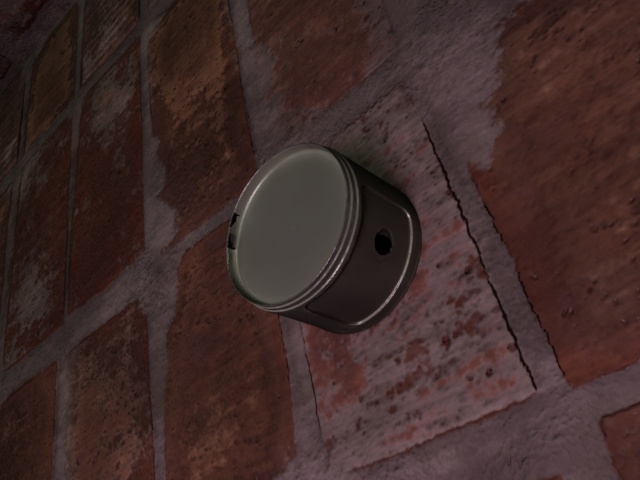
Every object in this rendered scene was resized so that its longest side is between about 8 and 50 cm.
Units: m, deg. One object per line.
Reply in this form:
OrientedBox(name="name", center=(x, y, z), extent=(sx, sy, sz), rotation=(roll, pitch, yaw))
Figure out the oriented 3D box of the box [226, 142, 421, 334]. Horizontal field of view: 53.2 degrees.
OrientedBox(name="box", center=(0.000, 0.000, 0.857), extent=(0.226, 0.149, 0.226), rotation=(-20, 59, 38))
